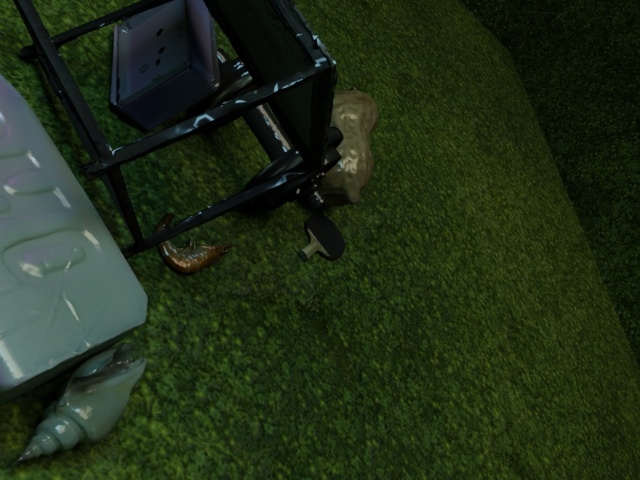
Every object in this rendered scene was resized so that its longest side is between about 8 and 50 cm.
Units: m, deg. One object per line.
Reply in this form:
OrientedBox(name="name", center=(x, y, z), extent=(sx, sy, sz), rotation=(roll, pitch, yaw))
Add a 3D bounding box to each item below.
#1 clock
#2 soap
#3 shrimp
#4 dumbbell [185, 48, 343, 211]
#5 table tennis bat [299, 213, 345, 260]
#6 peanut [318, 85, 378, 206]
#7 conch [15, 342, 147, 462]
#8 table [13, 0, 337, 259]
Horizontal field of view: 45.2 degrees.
OrientedBox(name="clock", center=(-0.228, -0.269, 1.118), extent=(0.073, 0.144, 0.193), rotation=(41, 30, -46))
OrientedBox(name="soap", center=(-0.333, -0.023, 0.741), extent=(0.347, 0.115, 0.208), rotation=(57, 29, 4))
OrientedBox(name="shrimp", center=(-0.172, 0.001, 1.045), extent=(0.127, 0.025, 0.091), rotation=(-6, 64, -55))
OrientedBox(name="dumbbell", center=(-0.084, -0.171, 1.186), extent=(0.290, 0.192, 0.192), rotation=(56, 29, 0))
OrientedBox(name="table tennis bat", center=(0.000, 0.000, 1.313), extent=(0.087, 0.013, 0.156), rotation=(55, 28, -2))
OrientedBox(name="peanut", center=(0.020, -0.179, 1.408), extent=(0.159, 0.143, 0.291), rotation=(13, 45, -3))
OrientedBox(name="conch", center=(-0.231, 0.152, 0.751), extent=(0.180, 0.065, 0.088), rotation=(-47, 137, -51))
OrientedBox(name="table", center=(-0.187, -0.207, 0.882), extent=(0.335, 0.272, 0.222), rotation=(58, -14, 19))
